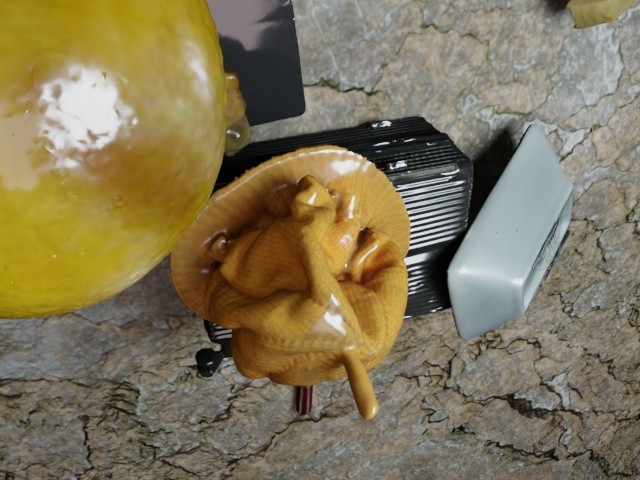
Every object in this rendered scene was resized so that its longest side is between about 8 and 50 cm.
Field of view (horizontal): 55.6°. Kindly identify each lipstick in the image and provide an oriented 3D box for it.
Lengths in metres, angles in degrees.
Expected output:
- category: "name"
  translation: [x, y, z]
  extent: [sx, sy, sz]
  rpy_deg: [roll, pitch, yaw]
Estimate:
- category: "lipstick"
  translation: [-0.022, 0.200, 0.935]
  extent: [0.027, 0.027, 0.176]
  rpy_deg: [-6, 124, -15]

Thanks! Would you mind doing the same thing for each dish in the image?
- category: "dish"
  translation: [0.250, 0.004, 0.757]
  extent: [0.243, 0.080, 0.182]
  rpy_deg: [-56, 147, -21]

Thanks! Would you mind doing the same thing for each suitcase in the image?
- category: "suitcase"
  translation: [0.000, 0.000, 0.719]
  extent: [0.335, 0.152, 0.229]
  rpy_deg: [-11, 127, -12]

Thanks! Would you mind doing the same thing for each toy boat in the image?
- category: "toy boat"
  translation: [0.344, -0.319, 0.658]
  extent: [0.200, 0.077, 0.057]
  rpy_deg: [-44, 143, 11]

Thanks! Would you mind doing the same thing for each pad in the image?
- category: "pad"
  translation: [-0.077, -0.195, 0.649]
  extent: [0.112, 0.003, 0.157]
  rpy_deg: [-14, 128, -10]

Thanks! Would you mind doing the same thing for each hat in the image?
- category: "hat"
  translation: [0.011, 0.069, 0.533]
  extent: [0.244, 0.233, 0.233]
  rpy_deg: [26, 111, -32]

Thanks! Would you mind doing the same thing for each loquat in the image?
- category: "loquat"
  translation: [-0.205, -0.109, 0.478]
  extent: [0.359, 0.328, 0.328]
  rpy_deg: [-3, 128, -44]
